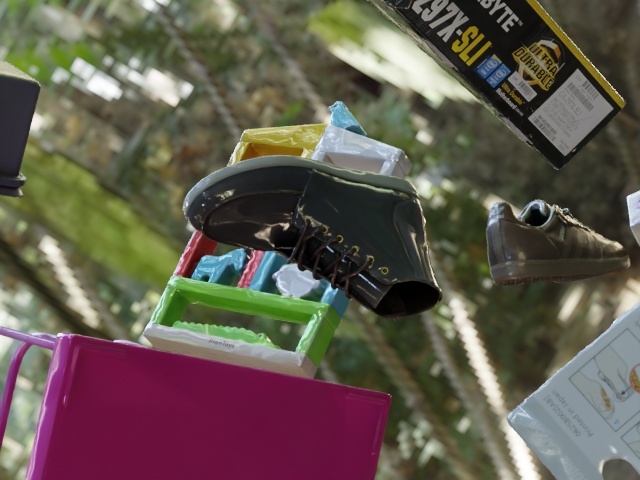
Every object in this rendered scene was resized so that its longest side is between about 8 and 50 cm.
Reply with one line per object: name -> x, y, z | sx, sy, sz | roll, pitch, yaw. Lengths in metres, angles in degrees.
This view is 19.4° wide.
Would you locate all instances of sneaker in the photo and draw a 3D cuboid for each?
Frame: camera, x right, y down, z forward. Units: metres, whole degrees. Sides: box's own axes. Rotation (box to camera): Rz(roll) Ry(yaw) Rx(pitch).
sneaker -> 0.209, -0.002, 1.624 | 0.066, 0.071, 0.188 | -13, -7, 36
sneaker -> 0.000, 0.000, 1.566 | 0.083, 0.222, 0.118 | 118, 144, -43

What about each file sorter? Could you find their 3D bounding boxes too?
file sorter -> -0.131, 0.176, 1.356 | 0.182, 0.291, 0.202 | 10, 86, 49

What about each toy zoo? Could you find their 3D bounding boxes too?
toy zoo -> -0.033, -0.010, 1.836 | 0.030, 0.192, 0.293 | 53, -126, -48

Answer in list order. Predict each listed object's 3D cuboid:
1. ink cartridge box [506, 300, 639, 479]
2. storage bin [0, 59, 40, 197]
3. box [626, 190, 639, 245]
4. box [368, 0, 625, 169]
ink cartridge box -> 0.250, 0.091, 1.027 | 0.232, 0.189, 0.066 | -42, -17, 5
storage bin -> -0.280, -0.096, 1.411 | 0.098, 0.135, 0.091 | 32, 105, 43
box -> 0.479, -0.072, 1.954 | 0.324, 0.063, 0.067 | -25, 27, 20
box -> 0.048, -0.212, 1.352 | 0.079, 0.257, 0.322 | -48, 50, 7
